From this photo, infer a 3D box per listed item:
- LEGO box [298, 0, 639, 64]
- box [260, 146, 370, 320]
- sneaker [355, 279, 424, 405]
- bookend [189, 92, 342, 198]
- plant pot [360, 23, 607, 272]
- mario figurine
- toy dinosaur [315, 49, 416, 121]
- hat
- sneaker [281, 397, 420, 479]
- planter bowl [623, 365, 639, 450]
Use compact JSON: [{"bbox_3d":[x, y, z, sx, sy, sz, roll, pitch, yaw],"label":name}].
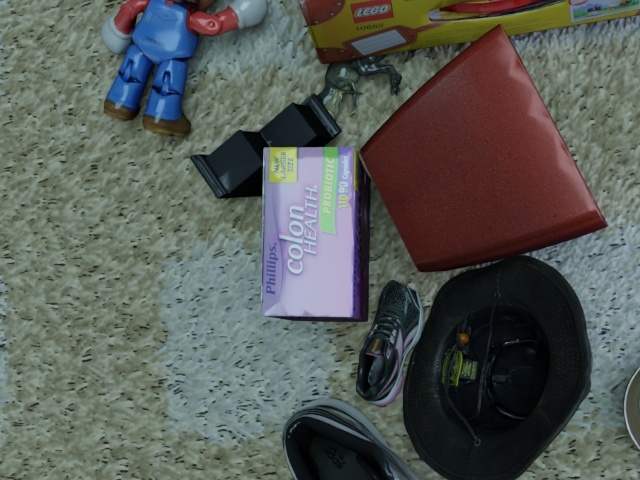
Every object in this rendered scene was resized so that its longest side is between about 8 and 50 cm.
[{"bbox_3d":[0.213,-0.479,1.369,0.500,0.193,0.372,-8,74,7],"label":"LEGO box"},{"bbox_3d":[0.000,0.000,1.354,0.117,0.243,0.213,0,84,8],"label":"box"},{"bbox_3d":[0.093,0.143,1.402,0.072,0.077,0.178,8,85,25],"label":"sneaker"},{"bbox_3d":[-0.073,-0.133,1.403,0.156,0.157,0.072,-38,81,20],"label":"bookend"},{"bbox_3d":[0.209,-0.088,1.337,0.236,0.267,0.267,-28,81,14],"label":"plant pot"},{"bbox_3d":[-0.203,-0.319,1.493,0.198,0.170,0.320,16,101,-26],"label":"mario figurine"},{"bbox_3d":[0.073,-0.270,1.465,0.118,0.064,0.268,18,84,16],"label":"toy dinosaur"},{"bbox_3d":[0.258,0.182,1.325,0.134,0.331,0.331,21,87,-30],"label":"hat"},{"bbox_3d":[0.106,0.391,1.293,0.447,0.257,0.169,43,91,9],"label":"sneaker"},{"bbox_3d":[0.475,0.221,1.334,0.162,0.109,0.162,-1,84,8],"label":"planter bowl"}]
